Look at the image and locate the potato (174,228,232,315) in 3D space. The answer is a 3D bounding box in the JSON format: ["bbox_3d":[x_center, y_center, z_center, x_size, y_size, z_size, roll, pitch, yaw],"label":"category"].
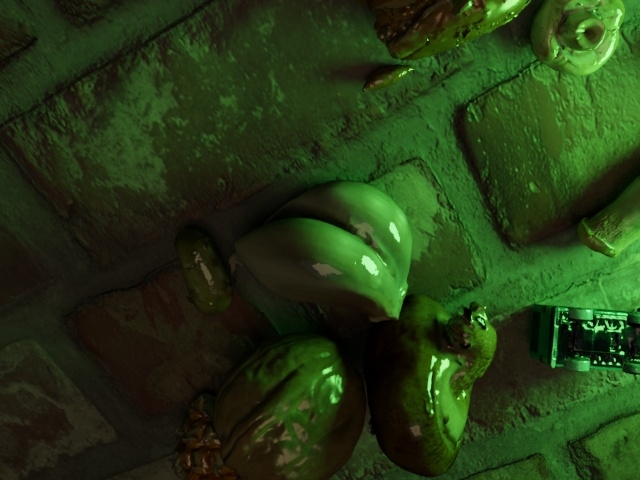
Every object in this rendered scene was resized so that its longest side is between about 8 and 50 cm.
[{"bbox_3d":[-0.219,0.062,1.210,0.105,0.085,0.188,2,120,40],"label":"potato"}]

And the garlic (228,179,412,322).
[{"bbox_3d":[0.000,0.000,1.161,0.340,0.231,0.246,12,162,10],"label":"garlic"}]

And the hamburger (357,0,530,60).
[{"bbox_3d":[0.184,-0.388,0.914,0.260,0.245,0.211,-34,111,-24],"label":"hamburger"}]

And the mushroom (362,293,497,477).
[{"bbox_3d":[0.221,0.280,1.222,0.260,0.345,0.345,-9,120,25],"label":"mushroom"}]

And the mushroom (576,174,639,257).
[{"bbox_3d":[0.632,-0.097,1.161,0.351,0.095,0.123,-39,133,17],"label":"mushroom"}]

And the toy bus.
[{"bbox_3d":[0.562,0.195,1.276,0.256,0.147,0.128,5,89,-6],"label":"toy bus"}]

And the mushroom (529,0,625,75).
[{"bbox_3d":[0.406,-0.334,1.010,0.148,0.112,0.148,0,109,0],"label":"mushroom"}]

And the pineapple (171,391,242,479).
[{"bbox_3d":[-0.194,0.539,1.394,0.344,0.209,0.286,30,113,-18],"label":"pineapple"}]

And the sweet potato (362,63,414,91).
[{"bbox_3d":[0.112,-0.276,1.074,0.095,0.034,0.034,-22,117,-3],"label":"sweet potato"}]

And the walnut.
[{"bbox_3d":[-0.059,0.333,1.240,0.313,0.252,0.277,-35,104,-18],"label":"walnut"}]
